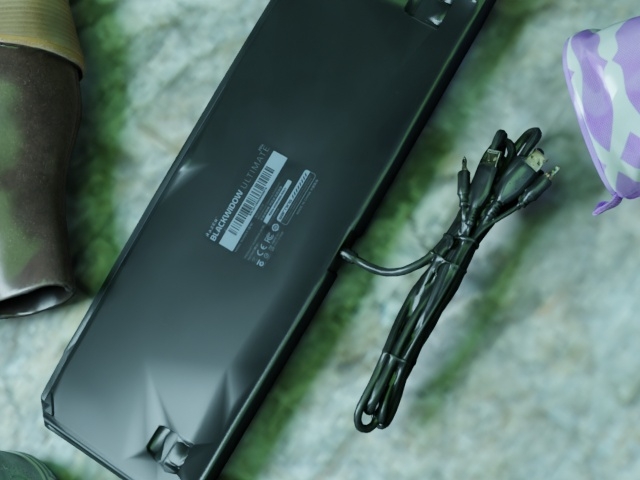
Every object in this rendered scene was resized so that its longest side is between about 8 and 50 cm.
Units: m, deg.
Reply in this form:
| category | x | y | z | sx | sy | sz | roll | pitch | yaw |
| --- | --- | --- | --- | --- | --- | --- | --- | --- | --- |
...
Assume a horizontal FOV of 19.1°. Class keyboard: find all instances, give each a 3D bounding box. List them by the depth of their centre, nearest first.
| category | x | y | z | sx | sy | sz | roll | pitch | yaw |
| --- | --- | --- | --- | --- | --- | --- | --- | --- | --- |
| keyboard | 0.000 | 0.000 | 0.966 | 0.201 | 0.033 | 0.317 | 30 | 90 | 33 |

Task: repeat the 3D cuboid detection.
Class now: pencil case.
| category | x | y | z | sx | sy | sz | roll | pitch | yaw |
| --- | --- | --- | --- | --- | --- | --- | --- | --- | --- |
| pencil case | 0.214 | -0.080 | 0.872 | 0.206 | 0.086 | 0.088 | -14 | 98 | 20 |

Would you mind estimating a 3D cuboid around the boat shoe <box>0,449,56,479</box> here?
| category | x | y | z | sx | sy | sz | roll | pitch | yaw |
| --- | --- | --- | --- | --- | --- | --- | --- | --- | --- |
| boat shoe | -0.206 | 0.210 | 0.965 | 0.079 | 0.081 | 0.227 | 18 | 83 | 26 |

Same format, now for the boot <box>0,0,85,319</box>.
| category | x | y | z | sx | sy | sz | roll | pitch | yaw |
| --- | --- | --- | --- | --- | --- | --- | --- | --- | --- |
| boot | -0.248 | -0.049 | 1.047 | 0.248 | 0.090 | 0.207 | -8 | 71 | 17 |
